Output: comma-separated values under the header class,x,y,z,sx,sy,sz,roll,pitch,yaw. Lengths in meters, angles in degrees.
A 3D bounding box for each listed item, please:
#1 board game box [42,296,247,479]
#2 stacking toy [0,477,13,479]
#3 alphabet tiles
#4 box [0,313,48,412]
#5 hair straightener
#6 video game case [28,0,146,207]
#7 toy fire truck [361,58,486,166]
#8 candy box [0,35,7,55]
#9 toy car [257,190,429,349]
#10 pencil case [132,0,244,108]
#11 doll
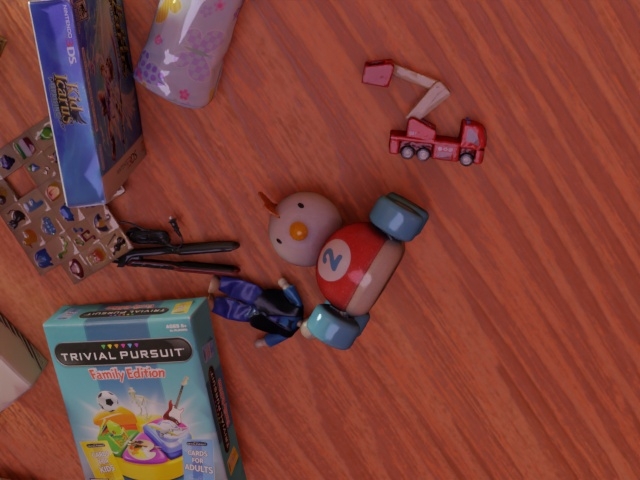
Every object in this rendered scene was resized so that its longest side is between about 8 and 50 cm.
class,x,y,z,sx,sy,sz,roll,pitch,yaw
board game box,-0.277,0.264,1.656,0.253,0.079,0.336,-5,110,17
stacking toy,-0.581,0.633,1.621,0.350,0.480,0.351,1,111,4
alphabet tiles,-0.396,-0.059,1.587,0.198,0.009,0.237,-31,97,14
box,-0.576,0.147,1.649,0.113,0.094,0.275,-37,104,16
hair straightener,-0.236,0.003,1.605,0.230,0.047,0.089,5,103,8
video game case,-0.310,-0.210,1.419,0.061,0.244,0.270,-4,110,4
toy fire truck,0.151,-0.186,1.499,0.192,0.047,0.135,7,109,1
candy box,-0.530,-0.214,1.506,0.053,0.109,0.187,27,109,-6
toy car,0.000,0.000,1.509,0.238,0.210,0.219,30,99,6
pencil case,-0.161,-0.321,1.440,0.124,0.113,0.273,10,115,-40
doll,-0.086,0.114,1.626,0.189,0.046,0.129,17,111,1
